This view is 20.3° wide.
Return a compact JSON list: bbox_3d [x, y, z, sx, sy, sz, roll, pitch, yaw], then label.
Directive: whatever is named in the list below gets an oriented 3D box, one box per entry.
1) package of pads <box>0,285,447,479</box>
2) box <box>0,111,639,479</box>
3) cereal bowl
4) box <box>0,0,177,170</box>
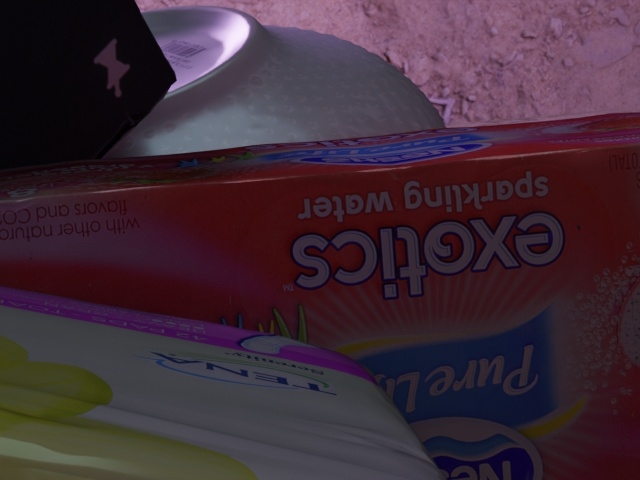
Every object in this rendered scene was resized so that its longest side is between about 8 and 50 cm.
[{"bbox_3d":[-0.113,0.069,0.470,0.296,0.101,0.229,10,6,-7],"label":"package of pads"},{"bbox_3d":[0.028,0.039,0.676,0.300,0.154,0.142,-5,7,-9],"label":"box"},{"bbox_3d":[-0.094,-0.029,0.935,0.339,0.141,0.339,-13,24,6],"label":"cereal bowl"},{"bbox_3d":[-0.324,-0.064,0.793,0.395,0.212,0.293,5,43,38],"label":"box"}]
